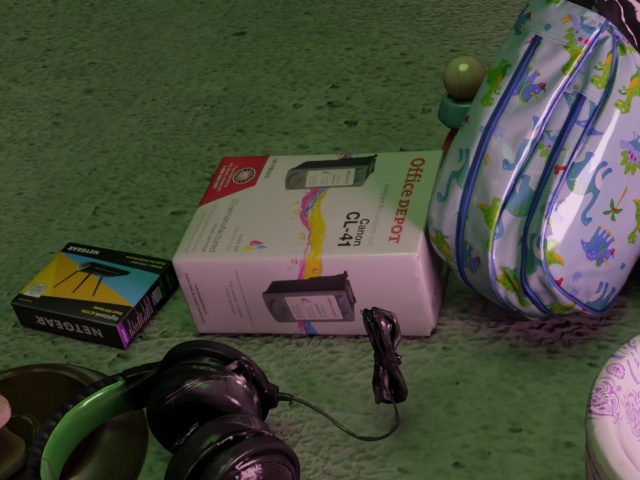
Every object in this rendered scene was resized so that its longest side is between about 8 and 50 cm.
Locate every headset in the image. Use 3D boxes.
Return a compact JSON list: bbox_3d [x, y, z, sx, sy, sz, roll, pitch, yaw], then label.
[{"bbox_3d":[-0.102,0.183,1.114,0.394,0.185,0.243,-13,36,-10],"label":"headset"}]

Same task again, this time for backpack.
[{"bbox_3d":[0.273,-0.087,1.244,0.355,0.290,0.273,-48,51,6],"label":"backpack"}]

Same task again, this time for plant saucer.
[{"bbox_3d":[-0.351,0.240,1.241,0.310,0.050,0.311,-10,37,8],"label":"plant saucer"}]

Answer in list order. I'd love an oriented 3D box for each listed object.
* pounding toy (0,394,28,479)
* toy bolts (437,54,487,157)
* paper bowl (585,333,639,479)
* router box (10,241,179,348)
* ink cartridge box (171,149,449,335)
[{"bbox_3d":[-0.445,0.172,1.189,0.154,0.155,0.269,-32,39,-29],"label":"pounding toy"},{"bbox_3d":[0.273,-0.180,1.491,0.228,0.158,0.218,15,45,34],"label":"toy bolts"},{"bbox_3d":[0.371,0.200,0.937,0.284,0.148,0.284,-6,33,4],"label":"paper bowl"},{"bbox_3d":[-0.294,0.069,1.447,0.178,0.046,0.133,8,42,27],"label":"router box"},{"bbox_3d":[0.000,0.000,1.371,0.306,0.131,0.226,-2,38,18],"label":"ink cartridge box"}]
